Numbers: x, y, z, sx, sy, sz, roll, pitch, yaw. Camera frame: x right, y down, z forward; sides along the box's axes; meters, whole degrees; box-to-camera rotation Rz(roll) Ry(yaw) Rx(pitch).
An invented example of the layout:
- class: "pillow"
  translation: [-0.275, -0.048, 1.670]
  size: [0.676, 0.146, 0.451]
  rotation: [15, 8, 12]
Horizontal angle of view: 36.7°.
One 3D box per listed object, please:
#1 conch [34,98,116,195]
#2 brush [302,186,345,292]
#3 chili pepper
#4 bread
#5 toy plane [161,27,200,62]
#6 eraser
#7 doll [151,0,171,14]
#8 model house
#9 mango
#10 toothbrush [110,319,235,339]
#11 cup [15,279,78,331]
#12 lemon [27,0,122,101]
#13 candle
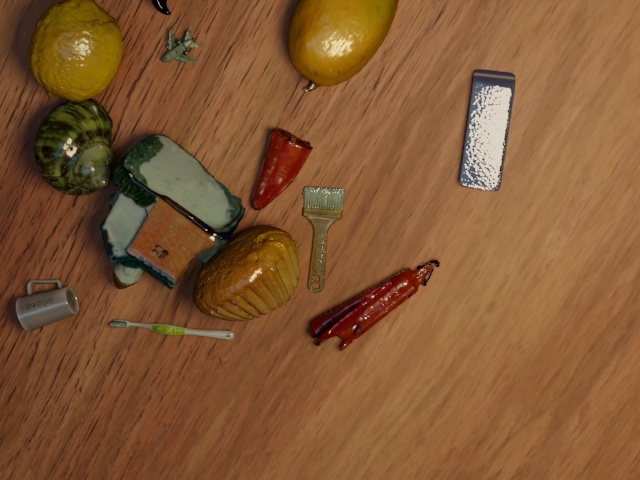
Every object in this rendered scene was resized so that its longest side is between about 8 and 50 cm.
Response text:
- class: "conch"
  translation: [-0.476, -0.180, 1.911]
  size: [0.181, 0.124, 0.187]
  rotation: [36, 95, -3]
- class: "brush"
  translation: [0.000, 0.000, 1.933]
  size: [0.082, 0.010, 0.218]
  rotation: [6, 102, 7]
- class: "chili pepper"
  translation: [-0.091, -0.130, 1.898]
  size: [0.088, 0.065, 0.169]
  rotation: [30, 107, 3]
- class: "bread"
  translation: [-0.139, 0.071, 1.857]
  size: [0.240, 0.240, 0.139]
  rotation: [-33, 105, 12]
- class: "toy plane"
  translation: [-0.279, -0.373, 1.892]
  size: [0.083, 0.033, 0.080]
  rotation: [-33, 109, 13]
- class: "eraser"
  translation: [0.316, -0.209, 1.835]
  size: [0.082, 0.036, 0.225]
  rotation: [7, 101, 6]
- class: "doll"
  translation: [-0.298, -0.556, 1.819]
  size: [0.182, 0.117, 0.257]
  rotation: [-41, 90, 7]
- class: "model house"
  translation: [-0.331, -0.019, 1.912]
  size: [0.253, 0.184, 0.291]
  rotation: [37, 117, -6]
- class: "mango"
  translation: [0.045, -0.420, 1.801]
  size: [0.176, 0.119, 0.317]
  rotation: [34, 94, 3]
- class: "toothbrush"
  translation: [-0.306, 0.184, 2.005]
  size: [0.263, 0.026, 0.022]
  rotation: [5, 101, 4]
- class: "cup"
  translation: [-0.573, 0.126, 2.014]
  size: [0.116, 0.074, 0.104]
  rotation: [-18, 69, 7]
- class: "lemon"
  translation: [-0.468, -0.364, 1.848]
  size: [0.180, 0.180, 0.193]
  rotation: [20, 78, 4]
- class: "candle"
  translation: [0.108, 0.122, 1.916]
  size: [0.301, 0.059, 0.084]
  rotation: [-36, 103, 12]
